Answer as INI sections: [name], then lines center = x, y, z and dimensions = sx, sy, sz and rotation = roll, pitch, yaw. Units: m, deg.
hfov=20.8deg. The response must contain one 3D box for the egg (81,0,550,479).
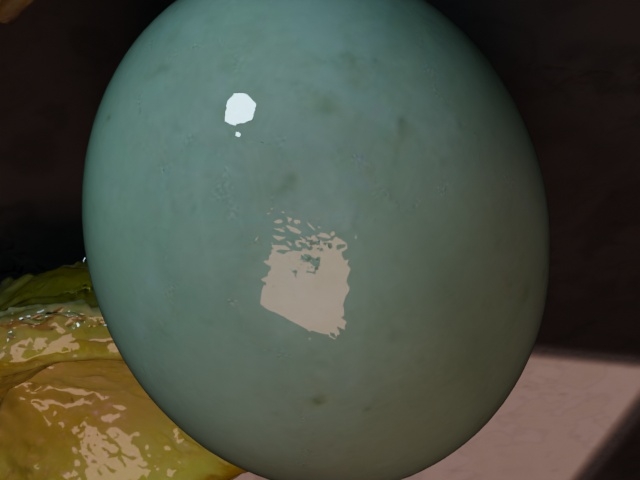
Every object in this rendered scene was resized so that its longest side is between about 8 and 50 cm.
[egg]
center = 0.000, 0.000, 1.046
dimensions = 0.276, 0.276, 0.389
rotation = -8, 142, 6

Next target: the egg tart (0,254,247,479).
[egg tart]
center = -0.169, 0.106, 1.319
dimensions = 0.315, 0.120, 0.315
rotation = -2, 147, -2

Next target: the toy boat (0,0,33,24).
[toy boat]
center = -0.192, -0.180, 0.943
dimensions = 0.121, 0.089, 0.321
rotation = 13, 143, -40
